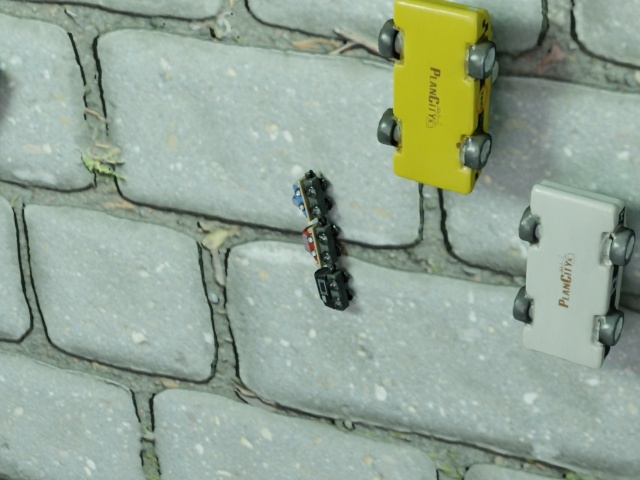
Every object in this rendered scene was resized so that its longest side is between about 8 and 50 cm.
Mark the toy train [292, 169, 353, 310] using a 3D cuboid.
[{"bbox_3d":[0.000,0.000,1.638,0.036,0.027,0.158,8,122,38],"label":"toy train"}]

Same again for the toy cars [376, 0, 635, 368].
[{"bbox_3d":[0.178,-0.062,1.465,0.176,0.087,0.393,-27,105,43],"label":"toy cars"}]
